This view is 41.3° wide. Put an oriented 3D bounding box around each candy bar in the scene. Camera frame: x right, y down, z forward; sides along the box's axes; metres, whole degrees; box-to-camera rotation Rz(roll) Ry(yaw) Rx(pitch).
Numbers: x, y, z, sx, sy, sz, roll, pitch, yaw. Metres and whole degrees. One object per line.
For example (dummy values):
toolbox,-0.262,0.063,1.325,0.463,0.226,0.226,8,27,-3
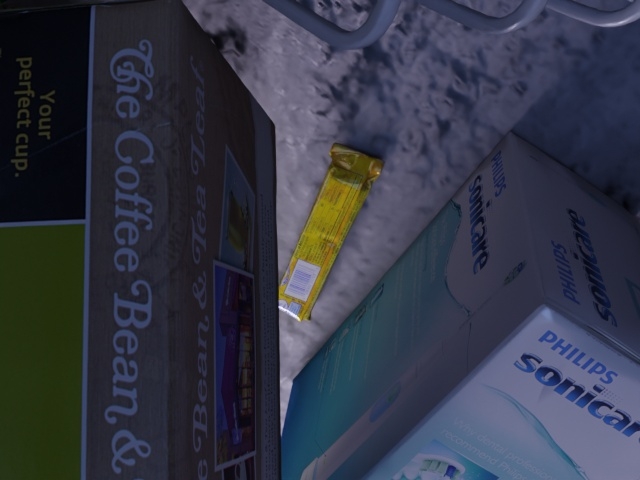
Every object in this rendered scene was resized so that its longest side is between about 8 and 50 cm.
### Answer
candy bar,0.000,0.000,0.650,0.040,0.018,0.162,23,122,-2

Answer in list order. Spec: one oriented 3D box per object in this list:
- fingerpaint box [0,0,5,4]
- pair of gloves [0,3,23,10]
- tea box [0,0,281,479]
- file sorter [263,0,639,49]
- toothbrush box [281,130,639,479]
fingerpaint box,-0.214,-0.383,0.367,0.371,0.163,0.445,34,118,-13
pair of gloves,-0.286,-0.066,0.639,0.240,0.042,0.204,-9,121,13
tea box,-0.196,0.072,0.471,0.323,0.220,0.329,-2,82,9
file sorter,0.096,-0.193,0.354,0.277,0.173,0.193,-11,127,-30
toothbrush box,0.092,0.105,0.586,0.126,0.216,0.296,31,119,-11
